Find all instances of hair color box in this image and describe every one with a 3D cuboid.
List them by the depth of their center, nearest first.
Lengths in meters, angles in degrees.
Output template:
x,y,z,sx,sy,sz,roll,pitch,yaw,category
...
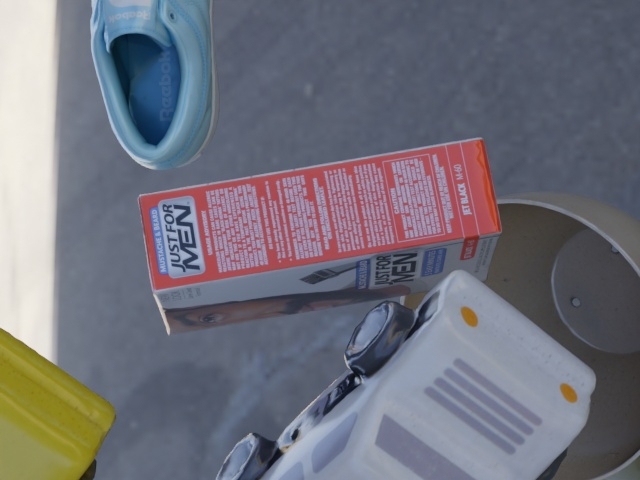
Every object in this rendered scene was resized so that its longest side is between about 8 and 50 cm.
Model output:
x,y,z,sx,sy,sz,roll,pitch,yaw,category
0.000,0.000,0.923,0.093,0.167,0.053,87,174,-74,hair color box

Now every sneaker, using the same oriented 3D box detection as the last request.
x,y,z,sx,sy,sz,roll,pitch,yaw,category
-0.166,-0.247,1.837,0.150,0.135,0.366,-68,-32,-80,sneaker

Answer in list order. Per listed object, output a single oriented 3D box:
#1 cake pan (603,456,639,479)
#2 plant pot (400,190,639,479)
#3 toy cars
x,y,z,sx,sy,sz,roll,pitch,yaw,category
0.254,0.309,1.913,0.054,0.293,0.293,51,164,-17,cake pan
0.247,0.073,1.824,0.284,0.191,0.284,12,112,32,plant pot
-0.076,0.118,0.801,0.087,0.393,0.176,-77,-22,-58,toy cars
